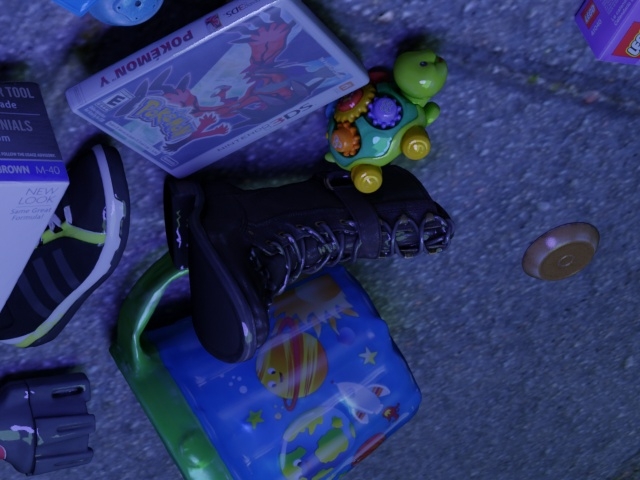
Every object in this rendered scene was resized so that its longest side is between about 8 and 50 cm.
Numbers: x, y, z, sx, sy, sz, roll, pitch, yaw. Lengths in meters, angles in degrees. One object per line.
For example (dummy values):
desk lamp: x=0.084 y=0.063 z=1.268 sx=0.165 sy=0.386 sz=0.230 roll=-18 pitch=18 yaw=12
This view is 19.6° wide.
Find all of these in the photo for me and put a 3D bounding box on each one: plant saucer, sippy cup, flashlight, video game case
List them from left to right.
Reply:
flashlight: x=-0.358 y=0.193 z=1.664 sx=0.304 sy=0.103 sz=0.103 roll=-5 pitch=167 yaw=-24
video game case: x=-0.074 y=-0.119 z=1.431 sx=0.183 sy=0.023 sz=0.201 roll=-26 pitch=159 yaw=12
sippy cup: x=-0.040 y=0.138 z=1.680 sx=0.224 sy=0.240 sz=0.305 roll=-32 pitch=154 yaw=-8
plant saucer: x=0.241 y=0.016 z=1.836 sx=0.083 sy=0.015 sz=0.083 roll=-15 pitch=144 yaw=-11

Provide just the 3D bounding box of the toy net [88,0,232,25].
toy net: x=-0.063 y=-0.222 z=1.348 sx=0.232 sy=0.045 sz=0.122 roll=-13 pitch=129 yaw=-18

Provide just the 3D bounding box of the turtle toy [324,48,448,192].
turtle toy: x=0.053 y=-0.106 z=1.525 sx=0.130 sy=0.095 sz=0.066 roll=-35 pitch=121 yaw=15

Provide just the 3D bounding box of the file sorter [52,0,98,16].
file sorter: x=-0.184 y=-0.248 z=1.189 sx=0.118 sy=0.104 sz=0.170 roll=-38 pitch=141 yaw=21

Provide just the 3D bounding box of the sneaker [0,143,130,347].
sneaker: x=-0.234 y=0.014 z=1.514 sx=0.097 sy=0.084 sz=0.235 roll=6 pitch=135 yaw=-33

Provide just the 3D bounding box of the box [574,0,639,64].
box: x=0.365 y=-0.260 z=1.515 sx=0.201 sy=0.057 sz=0.293 roll=3 pitch=137 yaw=-30

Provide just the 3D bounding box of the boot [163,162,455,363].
boot: x=0.000 y=0.000 z=1.505 sx=0.229 sy=0.263 sz=0.091 roll=-6 pitch=121 yaw=-13

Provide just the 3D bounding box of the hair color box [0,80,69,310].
hair color box: x=-0.341 y=0.021 z=1.420 sx=0.185 sy=0.110 sz=0.339 roll=-1 pitch=142 yaw=-32
